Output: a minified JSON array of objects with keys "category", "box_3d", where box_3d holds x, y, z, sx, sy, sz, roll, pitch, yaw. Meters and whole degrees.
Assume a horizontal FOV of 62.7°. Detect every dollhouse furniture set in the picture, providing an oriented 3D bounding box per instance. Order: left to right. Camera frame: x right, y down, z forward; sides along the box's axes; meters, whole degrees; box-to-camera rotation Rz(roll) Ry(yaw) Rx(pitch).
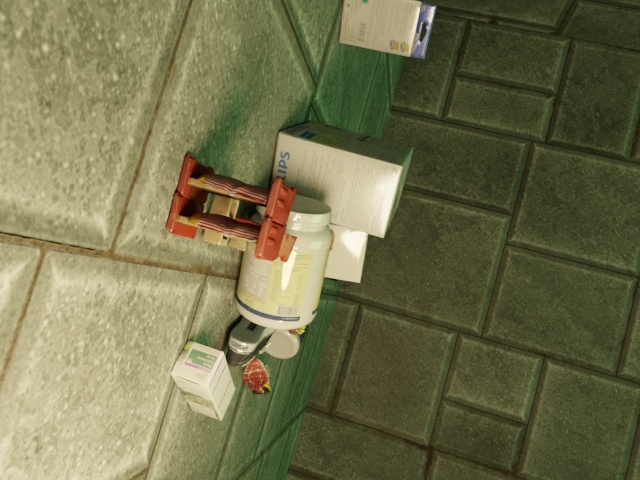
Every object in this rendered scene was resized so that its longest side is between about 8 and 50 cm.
[{"category":"dollhouse furniture set","box_3d":[-0.147,-0.049,1.127,0.374,0.201,0.152,26,79,-79]}]

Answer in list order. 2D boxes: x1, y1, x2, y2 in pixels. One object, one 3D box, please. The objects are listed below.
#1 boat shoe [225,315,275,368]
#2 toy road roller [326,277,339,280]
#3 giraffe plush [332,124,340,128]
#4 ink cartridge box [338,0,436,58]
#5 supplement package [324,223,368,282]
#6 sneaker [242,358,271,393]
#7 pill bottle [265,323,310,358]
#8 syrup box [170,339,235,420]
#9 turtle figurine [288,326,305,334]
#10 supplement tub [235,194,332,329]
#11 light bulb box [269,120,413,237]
[{"category":"boat shoe","box_3d":[-0.202,0.292,1.569,0.306,0.113,0.105,-61,172,-76]},{"category":"toy road roller","box_3d":[0.001,-0.014,1.987,0.240,0.202,0.330,43,64,-66]},{"category":"giraffe plush","box_3d":[0.052,-0.332,1.985,0.210,0.181,0.171,28,62,-44]},{"category":"ink cartridge box","box_3d":[0.226,-0.745,1.793,0.065,0.310,0.186,-60,163,-50]},{"category":"supplement package","box_3d":[0.000,0.000,1.648,0.175,0.292,0.178,-65,163,-71]},{"category":"sneaker","box_3d":[-0.222,0.462,1.840,0.225,0.087,0.093,90,-2,-55]},{"category":"pill bottle","box_3d":[-0.113,0.290,1.926,0.265,0.153,0.153,-62,164,-53]},{"category":"syrup box","box_3d":[-0.280,0.346,1.283,0.237,0.093,0.096,91,18,-52]},{"category":"turtle figurine","box_3d":[-0.113,0.214,1.721,0.270,0.087,0.217,-116,-177,-50]},{"category":"supplement tub","box_3d":[-0.097,0.051,1.435,0.235,0.235,0.325,-45,149,-69]},{"category":"light bulb box","box_3d":[0.073,-0.206,1.623,0.358,0.360,0.225,-49,154,-67]}]
